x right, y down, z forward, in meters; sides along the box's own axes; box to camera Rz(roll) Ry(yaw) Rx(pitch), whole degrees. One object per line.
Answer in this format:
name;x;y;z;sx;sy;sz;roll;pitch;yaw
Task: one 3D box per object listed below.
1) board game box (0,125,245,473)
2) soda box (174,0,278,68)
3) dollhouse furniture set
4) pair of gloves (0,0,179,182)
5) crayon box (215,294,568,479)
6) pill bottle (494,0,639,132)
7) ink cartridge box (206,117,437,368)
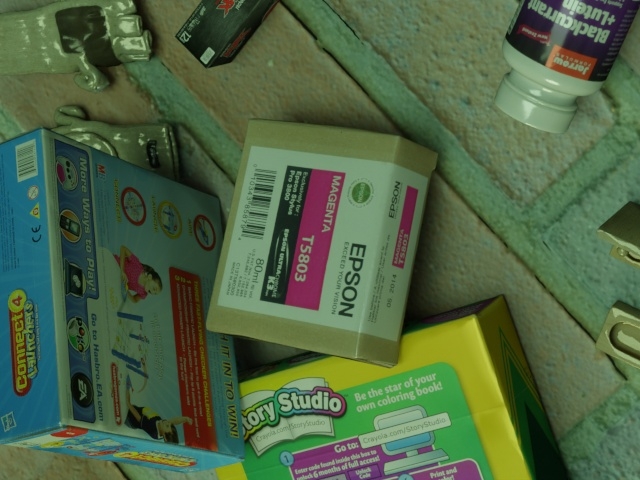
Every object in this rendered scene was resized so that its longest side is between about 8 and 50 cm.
board game box;-0.211;0.072;1.698;0.086;0.302;0.308;-17;68;28
soda box;-0.079;-0.263;1.746;0.053;0.060;0.169;46;117;9
dollhouse furniture set;0.326;0.070;1.607;0.144;0.123;0.151;26;112;17
pair of gloves;-0.267;-0.165;1.868;0.204;0.042;0.240;-10;100;23
crayon box;0.076;0.260;1.780;0.363;0.106;0.313;-18;92;27
pill bottle;0.241;-0.207;1.586;0.108;0.108;0.193;28;113;16
ink cartridge box;0.000;0.000;1.706;0.193;0.088;0.234;8;84;32
